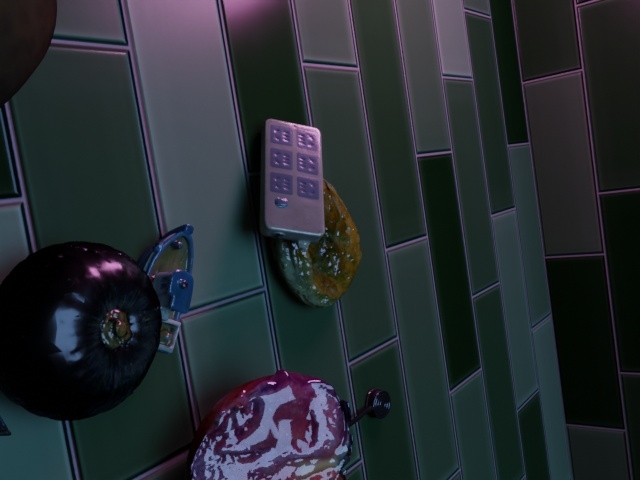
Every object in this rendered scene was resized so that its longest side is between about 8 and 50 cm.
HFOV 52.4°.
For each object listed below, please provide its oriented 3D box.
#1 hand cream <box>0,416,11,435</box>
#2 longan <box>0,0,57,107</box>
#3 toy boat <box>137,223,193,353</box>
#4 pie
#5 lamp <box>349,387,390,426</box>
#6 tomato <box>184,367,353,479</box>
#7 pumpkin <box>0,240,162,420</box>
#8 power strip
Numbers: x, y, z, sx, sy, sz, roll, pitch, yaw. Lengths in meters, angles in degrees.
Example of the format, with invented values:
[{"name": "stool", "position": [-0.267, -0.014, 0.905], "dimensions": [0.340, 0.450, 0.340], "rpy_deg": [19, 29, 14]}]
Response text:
[{"name": "hand cream", "position": [-0.429, 0.169, 0.793], "dimensions": [0.039, 0.062, 0.163], "rpy_deg": [-42, 117, -81]}, {"name": "longan", "position": [-0.434, -0.254, 0.683], "dimensions": [0.300, 0.243, 0.300], "rpy_deg": [20, 54, -29]}, {"name": "toy boat", "position": [-0.233, 0.076, 1.015], "dimensions": [0.088, 0.102, 0.215], "rpy_deg": [32, 61, -48]}, {"name": "pie", "position": [0.000, 0.000, 1.341], "dimensions": [0.277, 0.078, 0.277], "rpy_deg": [6, 83, -53]}, {"name": "lamp", "position": [0.071, 0.394, 1.360], "dimensions": [0.371, 0.108, 0.130], "rpy_deg": [7, 80, -52]}, {"name": "tomato", "position": [-0.107, 0.380, 1.091], "dimensions": [0.290, 0.176, 0.335], "rpy_deg": [1, 85, -31]}, {"name": "pumpkin", "position": [-0.318, 0.114, 0.851], "dimensions": [0.233, 0.163, 0.233], "rpy_deg": [6, 82, -54]}, {"name": "power strip", "position": [-0.056, -0.112, 1.231], "dimensions": [0.118, 0.046, 0.270], "rpy_deg": [10, 62, -22]}]
